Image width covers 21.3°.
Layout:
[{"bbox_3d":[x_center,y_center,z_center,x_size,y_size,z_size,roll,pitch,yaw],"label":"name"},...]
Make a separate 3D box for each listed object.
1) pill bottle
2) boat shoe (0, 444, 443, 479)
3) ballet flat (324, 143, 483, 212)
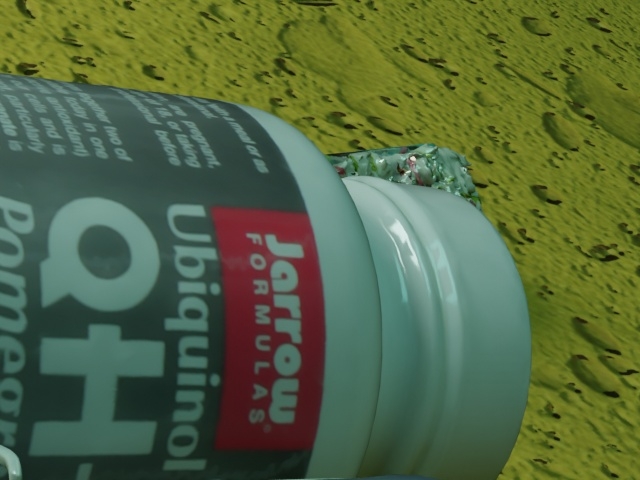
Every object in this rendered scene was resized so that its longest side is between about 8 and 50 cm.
[{"bbox_3d":[-0.092,0.034,0.564,0.318,0.176,0.176,4,34,-34],"label":"pill bottle"},{"bbox_3d":[-0.082,0.098,0.403,0.254,0.079,0.095,0,39,-9],"label":"boat shoe"},{"bbox_3d":[0.000,0.000,0.806,0.241,0.091,0.077,-11,67,-43],"label":"ballet flat"}]
